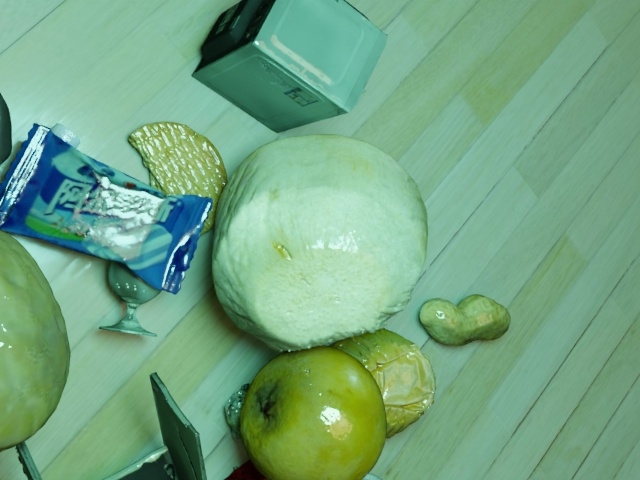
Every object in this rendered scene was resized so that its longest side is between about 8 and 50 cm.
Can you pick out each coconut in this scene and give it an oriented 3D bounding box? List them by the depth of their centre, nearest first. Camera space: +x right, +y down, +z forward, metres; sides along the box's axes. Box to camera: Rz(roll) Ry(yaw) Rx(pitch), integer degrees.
[{"bbox_3d":[0.000,0.000,1.472,0.415,0.415,0.345,-21,120,-27],"label":"coconut"}]

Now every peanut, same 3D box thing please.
[{"bbox_3d":[0.312,0.172,1.787,0.229,0.098,0.103,-2,49,-29],"label":"peanut"}]

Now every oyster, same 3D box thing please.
[{"bbox_3d":[-0.097,0.327,1.586,0.177,0.064,0.125,-10,99,-28],"label":"oyster"}]

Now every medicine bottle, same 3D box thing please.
[{"bbox_3d":[-0.459,-0.137,1.386,0.055,0.074,0.118,42,71,-21],"label":"medicine bottle"}]

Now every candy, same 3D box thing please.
[{"bbox_3d":[-0.354,-0.050,1.358,0.331,0.077,0.187,24,80,-16],"label":"candy"}]

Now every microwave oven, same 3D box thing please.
[{"bbox_3d":[-0.058,-0.335,1.478,0.237,0.295,0.181,33,75,-24],"label":"microwave oven"}]

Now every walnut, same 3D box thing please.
[{"bbox_3d":[-0.553,0.153,1.197,0.381,0.381,0.381,0,89,-28],"label":"walnut"}]

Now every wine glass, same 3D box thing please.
[{"bbox_3d":[-0.316,0.048,1.446,0.103,0.103,0.231,13,80,-27],"label":"wine glass"}]

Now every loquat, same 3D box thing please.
[{"bbox_3d":[-0.010,0.312,1.446,0.263,0.263,0.263,0,89,-28],"label":"loquat"}]

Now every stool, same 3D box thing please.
[{"bbox_3d":[-0.324,0.401,1.340,0.243,0.170,0.270,-24,133,-26],"label":"stool"}]

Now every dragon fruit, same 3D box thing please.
[{"bbox_3d":[-0.095,0.450,1.560,0.162,0.106,0.083,-27,103,-28],"label":"dragon fruit"}]

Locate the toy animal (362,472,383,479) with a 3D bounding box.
[{"bbox_3d":[-0.030,0.568,1.518,0.367,0.196,0.241,9,127,-39],"label":"toy animal"}]

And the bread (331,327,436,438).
[{"bbox_3d":[0.112,0.290,1.653,0.240,0.139,0.240,1,88,-25],"label":"bread"}]

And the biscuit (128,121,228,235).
[{"bbox_3d":[-0.247,-0.127,1.522,0.144,0.033,0.224,-38,108,-24],"label":"biscuit"}]

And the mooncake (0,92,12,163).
[{"bbox_3d":[-0.617,-0.166,1.264,0.283,0.141,0.283,-2,96,-22],"label":"mooncake"}]
